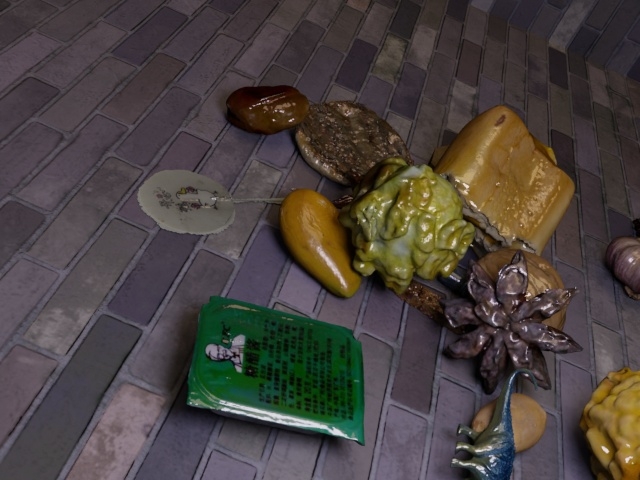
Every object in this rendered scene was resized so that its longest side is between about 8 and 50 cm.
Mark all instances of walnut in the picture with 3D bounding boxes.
[{"bbox_3d":[0.464,0.134,1.752,0.225,0.225,0.261,-11,54,-36],"label":"walnut"}]

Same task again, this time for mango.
[{"bbox_3d":[0.000,0.000,1.725,0.176,0.119,0.317,-9,60,-49],"label":"mango"}]

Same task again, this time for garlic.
[{"bbox_3d":[0.926,0.090,2.106,0.244,0.161,0.245,17,19,-6],"label":"garlic"}]

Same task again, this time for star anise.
[{"bbox_3d":[0.157,-0.080,1.911,0.288,0.088,0.288,12,52,-15],"label":"star anise"},{"bbox_3d":[0.400,0.183,1.594,0.332,0.332,0.117,46,21,23],"label":"star anise"}]

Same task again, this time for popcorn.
[{"bbox_3d":[0.194,-0.023,1.682,0.312,0.312,0.312,15,40,-13],"label":"popcorn"},{"bbox_3d":[0.667,0.439,1.467,0.381,0.349,0.349,-33,64,-19],"label":"popcorn"}]

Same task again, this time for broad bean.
[{"bbox_3d":[-0.144,-0.361,2.025,0.228,0.122,0.156,-2,35,-8],"label":"broad bean"}]

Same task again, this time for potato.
[{"bbox_3d":[0.387,0.381,1.518,0.178,0.109,0.118,-12,66,-38],"label":"potato"}]

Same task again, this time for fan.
[{"bbox_3d":[-0.239,-0.101,1.787,0.414,0.012,0.233,-4,48,-30],"label":"fan"}]

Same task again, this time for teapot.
[{"bbox_3d":[0.336,0.103,1.856,0.083,0.063,0.049,37,72,9],"label":"teapot"}]

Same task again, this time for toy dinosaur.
[{"bbox_3d":[0.319,0.413,1.407,0.147,0.076,0.363,10,69,5],"label":"toy dinosaur"}]

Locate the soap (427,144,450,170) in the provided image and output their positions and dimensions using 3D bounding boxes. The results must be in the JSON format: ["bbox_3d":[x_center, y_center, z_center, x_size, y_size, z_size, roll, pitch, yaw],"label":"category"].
[{"bbox_3d":[0.408,-0.179,2.177,0.140,0.073,0.232,-16,54,-38],"label":"soap"}]

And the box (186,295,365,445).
[{"bbox_3d":[-0.086,0.261,1.397,0.336,0.106,0.264,15,40,-12],"label":"box"}]

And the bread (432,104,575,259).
[{"bbox_3d":[0.470,-0.143,1.962,0.361,0.250,0.394,42,62,-13],"label":"bread"}]

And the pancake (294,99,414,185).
[{"bbox_3d":[0.097,-0.269,2.111,0.382,0.071,0.382,16,43,-15],"label":"pancake"}]

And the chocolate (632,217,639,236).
[{"bbox_3d":[1.089,-0.035,2.366,0.224,0.206,0.177,22,-6,-20],"label":"chocolate"}]

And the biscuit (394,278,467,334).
[{"bbox_3d":[0.266,0.154,1.762,0.199,0.034,0.064,35,40,9],"label":"biscuit"}]
